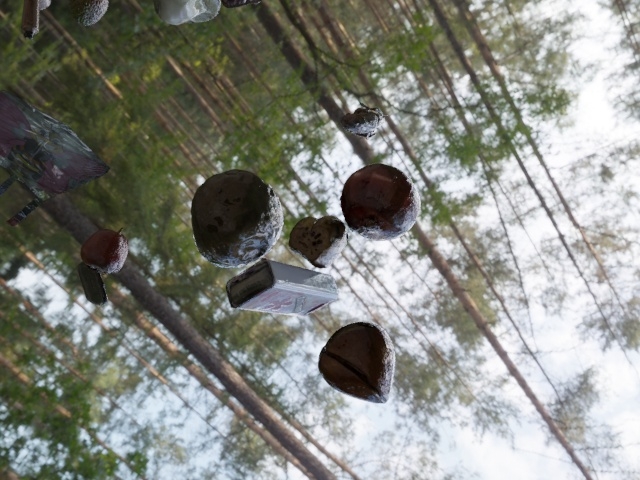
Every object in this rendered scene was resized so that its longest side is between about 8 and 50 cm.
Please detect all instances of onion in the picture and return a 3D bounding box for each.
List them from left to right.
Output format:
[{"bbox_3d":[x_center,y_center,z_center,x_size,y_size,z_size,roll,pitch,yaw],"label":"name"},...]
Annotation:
[{"bbox_3d":[0.198,-0.120,2.010,0.276,0.276,0.276,-28,-149,19],"label":"onion"}]

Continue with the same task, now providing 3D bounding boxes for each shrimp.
[{"bbox_3d":[0.113,-0.295,1.476,0.073,0.074,0.190,30,-145,24],"label":"shrimp"}]

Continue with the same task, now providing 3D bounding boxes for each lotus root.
[{"bbox_3d":[0.002,-0.009,2.031,0.193,0.193,0.291,-33,176,11],"label":"lotus root"}]

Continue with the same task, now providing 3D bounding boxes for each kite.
[{"bbox_3d":[-0.527,-0.118,1.053,0.361,0.204,0.022,-28,-147,40],"label":"kite"}]

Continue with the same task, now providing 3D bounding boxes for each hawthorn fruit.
[{"bbox_3d":[-0.710,0.027,1.996,0.148,0.148,0.171,13,-106,55],"label":"hawthorn fruit"}]

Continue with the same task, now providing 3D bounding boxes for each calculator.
[{"bbox_3d":[-0.832,0.155,2.198,0.040,0.177,0.268,-20,-172,-36],"label":"calculator"}]

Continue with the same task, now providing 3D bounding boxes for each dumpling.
[{"bbox_3d":[-0.329,-0.604,1.472,0.247,0.173,0.142,125,-23,-69],"label":"dumpling"}]

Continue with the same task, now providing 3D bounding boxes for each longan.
[{"bbox_3d":[-0.362,-0.088,2.627,0.405,0.435,0.404,0,-156,0],"label":"longan"}]

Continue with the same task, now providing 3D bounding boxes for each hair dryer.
[{"bbox_3d":[-0.663,-0.535,1.376,0.117,0.064,0.181,129,-40,-67],"label":"hair dryer"}]

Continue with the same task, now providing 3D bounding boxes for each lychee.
[{"bbox_3d":[-0.696,-0.717,1.799,0.114,0.114,0.146,-112,-137,-60],"label":"lychee"}]

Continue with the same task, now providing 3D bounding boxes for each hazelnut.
[{"bbox_3d":[0.102,0.304,1.458,0.208,0.208,0.208,-28,-149,19],"label":"hazelnut"}]

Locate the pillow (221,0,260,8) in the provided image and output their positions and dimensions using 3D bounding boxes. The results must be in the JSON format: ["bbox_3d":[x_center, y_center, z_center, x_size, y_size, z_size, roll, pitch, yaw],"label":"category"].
[{"bbox_3d":[-0.228,-0.765,1.655,0.131,0.232,0.038,-7,-171,7],"label":"pillow"}]

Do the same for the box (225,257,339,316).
[{"bbox_3d":[-0.118,0.159,1.942,0.190,0.370,0.112,-32,-118,24],"label":"box"}]
